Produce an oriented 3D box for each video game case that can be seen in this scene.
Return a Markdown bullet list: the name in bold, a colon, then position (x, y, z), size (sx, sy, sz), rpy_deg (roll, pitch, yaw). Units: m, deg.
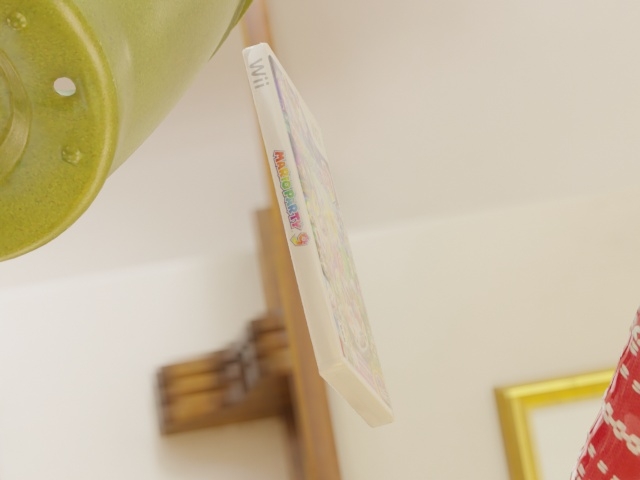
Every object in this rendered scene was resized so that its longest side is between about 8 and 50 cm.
- **video game case**: position (0.000, 0.000, 0.695), size (0.087, 0.011, 0.122), rpy_deg (52, 22, -68)

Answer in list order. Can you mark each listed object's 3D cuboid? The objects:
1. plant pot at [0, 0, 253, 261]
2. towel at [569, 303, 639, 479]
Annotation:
- **plant pot**: position (-0.225, -0.170, 1.284), size (0.353, 0.366, 0.366), rpy_deg (-81, 163, -57)
- **towel**: position (0.147, 0.068, 0.415), size (0.199, 0.031, 0.275), rpy_deg (42, -37, 24)
